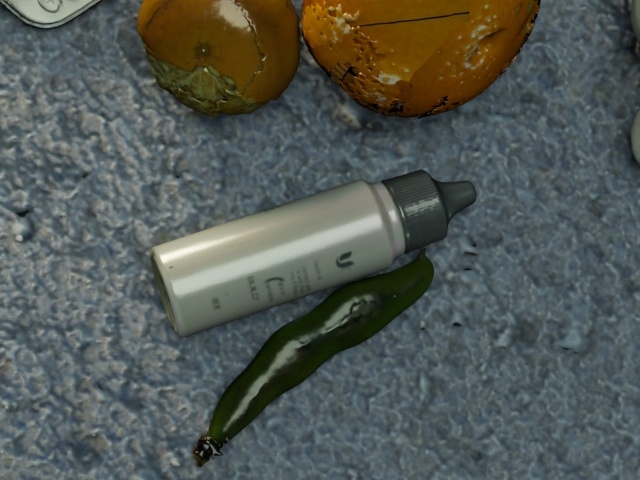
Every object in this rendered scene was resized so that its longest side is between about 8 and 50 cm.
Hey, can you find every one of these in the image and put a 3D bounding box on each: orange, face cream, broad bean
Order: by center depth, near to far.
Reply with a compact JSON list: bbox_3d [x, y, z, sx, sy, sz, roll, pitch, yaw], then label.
[{"bbox_3d":[0.096,-0.224,1.798,0.234,0.234,0.182,-28,57,-11],"label":"orange"},{"bbox_3d":[0.000,0.000,1.821,0.311,0.092,0.092,-20,85,-10],"label":"face cream"},{"bbox_3d":[-0.091,-0.190,1.821,0.156,0.134,0.157,9,114,20],"label":"orange"},{"bbox_3d":[-0.012,0.100,1.829,0.297,0.043,0.060,-37,100,-10],"label":"broad bean"}]

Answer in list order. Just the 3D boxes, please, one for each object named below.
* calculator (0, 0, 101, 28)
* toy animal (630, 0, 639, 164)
[{"bbox_3d":[-0.230,-0.322,1.858,0.268,0.040,0.177,-44,90,-11],"label":"calculator"},{"bbox_3d":[0.409,-0.240,1.862,0.241,0.196,0.368,36,77,-3],"label":"toy animal"}]
